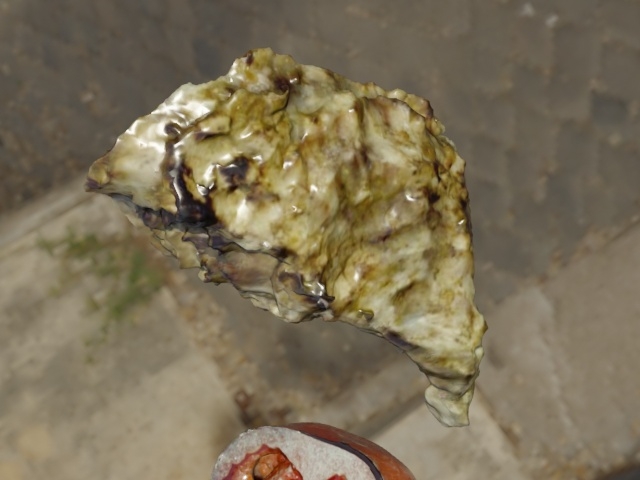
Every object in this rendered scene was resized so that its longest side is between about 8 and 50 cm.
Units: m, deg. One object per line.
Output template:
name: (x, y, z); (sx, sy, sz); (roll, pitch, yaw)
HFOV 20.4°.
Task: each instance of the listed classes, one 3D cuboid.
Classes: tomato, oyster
tomato: (0.012, 0.273, 1.757); (0.214, 0.155, 0.181); (24, 99, 34)
oyster: (0.024, -0.014, 1.308); (0.396, 0.204, 0.111); (32, -170, -33)
